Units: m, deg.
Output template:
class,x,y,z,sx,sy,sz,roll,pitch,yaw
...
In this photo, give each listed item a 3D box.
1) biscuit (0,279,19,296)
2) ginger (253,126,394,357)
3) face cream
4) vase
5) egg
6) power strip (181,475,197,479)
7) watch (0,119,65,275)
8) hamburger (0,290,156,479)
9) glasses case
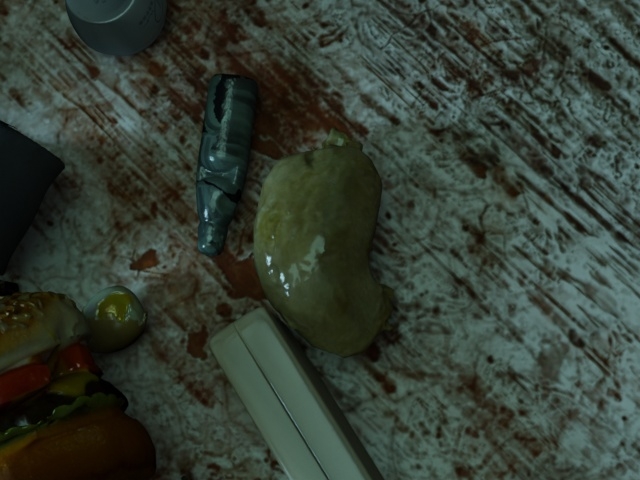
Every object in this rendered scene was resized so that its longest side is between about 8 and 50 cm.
class,x,y,z,sx,sy,sz,roll,pitch,yaw
biscuit,-0.482,0.072,1.962,0.252,0.106,0.070,3,84,13
ginger,0.000,0.000,1.869,0.138,0.152,0.267,-11,79,39
face cream,-0.243,-0.280,1.995,0.117,0.104,0.117,-2,77,10
vase,-0.114,-0.085,1.947,0.060,0.060,0.211,6,80,13
egg,-0.240,0.092,1.927,0.083,0.071,0.071,-36,73,4
power strip,-0.051,0.370,1.841,0.064,0.044,0.305,-46,74,-1
watch,-0.475,-0.099,1.884,0.327,0.335,0.314,24,83,25
hamburger,-0.355,0.211,1.786,0.330,0.330,0.250,-29,78,4
glasses case,0.004,0.233,1.808,0.076,0.144,0.336,-34,72,3
